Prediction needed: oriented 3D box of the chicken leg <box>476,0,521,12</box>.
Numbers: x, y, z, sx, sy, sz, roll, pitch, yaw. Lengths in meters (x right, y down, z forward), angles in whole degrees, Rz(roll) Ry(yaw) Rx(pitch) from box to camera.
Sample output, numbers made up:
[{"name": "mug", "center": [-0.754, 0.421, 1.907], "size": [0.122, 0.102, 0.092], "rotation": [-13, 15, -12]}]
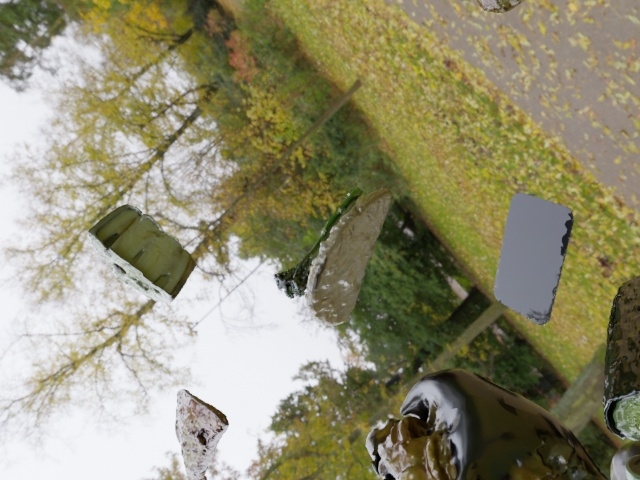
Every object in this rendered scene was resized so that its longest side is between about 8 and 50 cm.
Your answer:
[{"name": "chicken leg", "center": [0.336, -0.554, 0.807], "size": [0.211, 0.361, 0.140], "rotation": [21, -147, 19]}]

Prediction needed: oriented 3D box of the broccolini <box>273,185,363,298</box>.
[{"name": "broccolini", "center": [0.005, 0.004, 0.983], "size": [0.057, 0.254, 0.071], "rotation": [37, -178, 37]}]

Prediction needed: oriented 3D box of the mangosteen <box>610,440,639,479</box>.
[{"name": "mangosteen", "center": [0.514, 0.343, 0.552], "size": [0.330, 0.330, 0.330], "rotation": [48, -173, -8]}]

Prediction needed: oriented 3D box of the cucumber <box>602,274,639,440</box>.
[{"name": "cucumber", "center": [0.320, 0.095, 0.504], "size": [0.062, 0.078, 0.211], "rotation": [56, -141, -14]}]

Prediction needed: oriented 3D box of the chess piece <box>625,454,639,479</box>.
[{"name": "chess piece", "center": [0.352, 0.275, 0.533], "size": [0.042, 0.042, 0.093], "rotation": [-92, -18, -79]}]

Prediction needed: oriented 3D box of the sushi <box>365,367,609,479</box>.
[{"name": "sushi", "center": [0.155, 0.250, 0.510], "size": [0.213, 0.200, 0.204], "rotation": [60, 175, 1]}]

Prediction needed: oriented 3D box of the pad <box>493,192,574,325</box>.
[{"name": "pad", "center": [0.427, 0.011, 1.130], "size": [0.055, 0.250, 0.323], "rotation": [3, -163, -6]}]

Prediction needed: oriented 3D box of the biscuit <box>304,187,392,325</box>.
[{"name": "biscuit", "center": [0.030, 0.039, 0.769], "size": [0.032, 0.250, 0.133], "rotation": [36, -147, 32]}]

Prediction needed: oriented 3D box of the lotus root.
[{"name": "lotus root", "center": [-0.400, 0.037, 1.156], "size": [0.235, 0.119, 0.138], "rotation": [42, 144, -5]}]

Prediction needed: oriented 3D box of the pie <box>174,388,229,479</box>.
[{"name": "pie", "center": [-0.154, 0.233, 0.611], "size": [0.033, 0.191, 0.088], "rotation": [-18, -126, -36]}]
